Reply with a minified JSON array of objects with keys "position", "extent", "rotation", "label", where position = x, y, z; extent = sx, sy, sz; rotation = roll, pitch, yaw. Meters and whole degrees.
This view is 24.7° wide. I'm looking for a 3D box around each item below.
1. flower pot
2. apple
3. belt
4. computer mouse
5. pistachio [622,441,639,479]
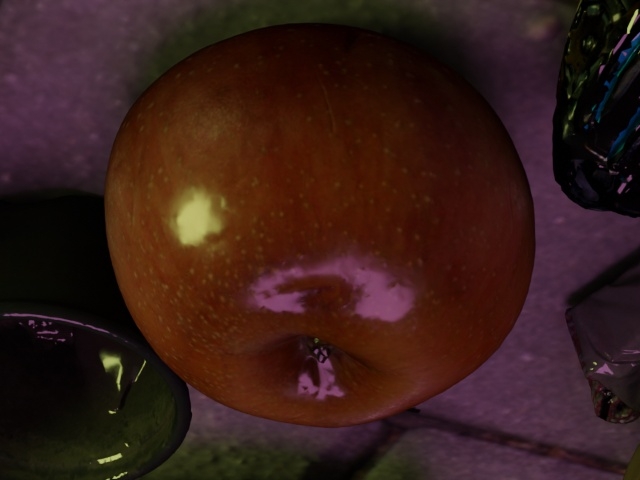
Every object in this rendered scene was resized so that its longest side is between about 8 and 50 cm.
[{"position":[-0.142,0.048,0.772],"extent":[0.157,0.107,0.157],"rotation":[1,138,1],"label":"flower pot"},{"position":[0.000,0.000,0.677],"extent":[0.201,0.162,0.201],"rotation":[-3,139,-3],"label":"apple"},{"position":[0.203,0.020,0.792],"extent":[0.071,0.053,0.232],"rotation":[5,141,-26],"label":"belt"},{"position":[0.175,-0.104,0.626],"extent":[0.146,0.078,0.242],"rotation":[4,136,-37],"label":"computer mouse"},{"position":[0.316,0.135,0.743],"extent":[0.281,0.365,0.445],"rotation":[42,142,18],"label":"pistachio"}]
